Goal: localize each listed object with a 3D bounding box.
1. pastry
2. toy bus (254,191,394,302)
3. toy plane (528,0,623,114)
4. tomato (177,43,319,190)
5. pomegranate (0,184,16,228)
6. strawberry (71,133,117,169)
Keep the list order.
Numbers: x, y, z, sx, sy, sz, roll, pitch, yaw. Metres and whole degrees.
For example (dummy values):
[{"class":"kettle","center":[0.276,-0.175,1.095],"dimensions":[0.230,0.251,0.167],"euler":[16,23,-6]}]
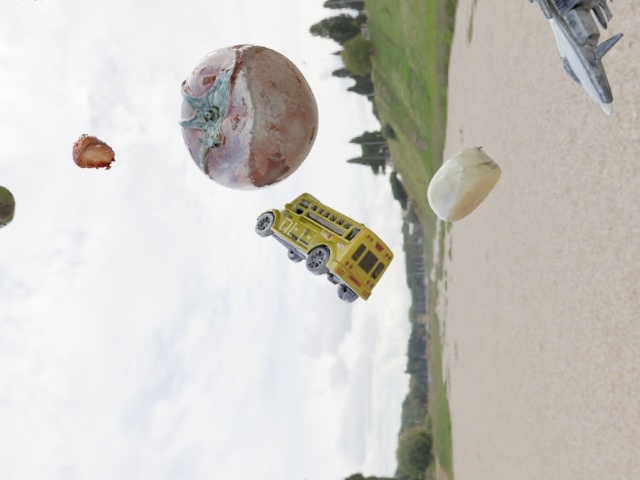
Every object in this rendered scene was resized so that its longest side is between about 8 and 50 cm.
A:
[{"class":"pastry","center":[0.455,-0.177,1.776],"dimensions":[0.133,0.265,0.265],"euler":[50,173,27]},{"class":"toy bus","center":[0.000,0.000,1.218],"dimensions":[0.151,0.331,0.145],"euler":[-52,-50,-4]},{"class":"toy plane","center":[0.224,-0.226,0.514],"dimensions":[0.082,0.160,0.234],"euler":[-57,49,46]},{"class":"tomato","center":[-0.158,-0.265,1.223],"dimensions":[0.282,0.316,0.317],"euler":[-14,-76,-51]},{"class":"pomegranate","center":[-0.981,-0.096,1.643],"dimensions":[0.169,0.148,0.148],"euler":[-59,-34,-65]},{"class":"strawberry","center":[-0.800,-0.305,1.953],"dimensions":[0.121,0.082,0.188],"euler":[-53,-13,1]}]
